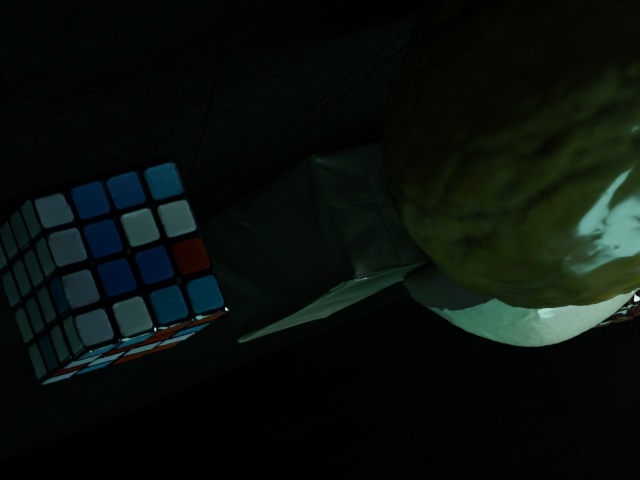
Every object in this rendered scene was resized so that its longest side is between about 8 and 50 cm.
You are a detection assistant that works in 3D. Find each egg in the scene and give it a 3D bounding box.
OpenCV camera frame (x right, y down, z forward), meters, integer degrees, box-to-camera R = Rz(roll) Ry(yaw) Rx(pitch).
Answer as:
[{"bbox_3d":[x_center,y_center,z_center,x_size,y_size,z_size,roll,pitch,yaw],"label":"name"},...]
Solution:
[{"bbox_3d":[0.267,0.001,1.981,0.337,0.201,0.337,-40,-156,22],"label":"egg"}]

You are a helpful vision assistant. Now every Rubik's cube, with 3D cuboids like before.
[{"bbox_3d":[-0.201,0.031,1.640,0.151,0.154,0.155,-16,171,-28],"label":"Rubik's cube"}]

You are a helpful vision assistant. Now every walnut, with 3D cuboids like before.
[{"bbox_3d":[0.203,-0.097,1.321,0.333,0.333,0.333,-21,173,-3],"label":"walnut"}]

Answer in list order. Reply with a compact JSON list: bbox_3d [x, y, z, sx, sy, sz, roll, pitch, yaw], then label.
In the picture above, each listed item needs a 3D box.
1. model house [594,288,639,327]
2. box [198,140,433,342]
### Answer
[{"bbox_3d":[0.414,-0.043,2.302,0.317,0.282,0.297,-18,172,-20],"label":"model house"},{"bbox_3d":[0.000,0.000,1.991,0.155,0.149,0.231,-15,171,-41],"label":"box"}]
